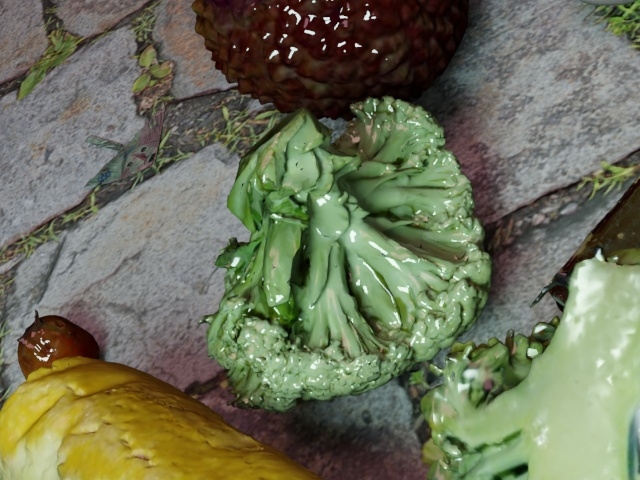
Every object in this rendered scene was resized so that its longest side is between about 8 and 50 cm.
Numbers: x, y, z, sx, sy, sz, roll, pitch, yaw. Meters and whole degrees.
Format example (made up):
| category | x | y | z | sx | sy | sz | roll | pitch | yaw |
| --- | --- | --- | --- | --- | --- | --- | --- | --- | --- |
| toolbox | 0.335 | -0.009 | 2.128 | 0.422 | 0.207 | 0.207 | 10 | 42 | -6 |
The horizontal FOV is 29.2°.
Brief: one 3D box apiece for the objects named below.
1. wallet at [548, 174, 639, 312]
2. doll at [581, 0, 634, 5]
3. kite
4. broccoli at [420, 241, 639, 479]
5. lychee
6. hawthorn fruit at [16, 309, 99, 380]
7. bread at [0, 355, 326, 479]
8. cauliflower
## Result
| category | x | y | z | sx | sy | sz | roll | pitch | yaw |
| --- | --- | --- | --- | --- | --- | --- | --- | --- | --- |
| wallet | 0.297 | -0.012 | 1.002 | 0.232 | 0.031 | 0.122 | -47 | 47 | -7 |
| doll | 0.355 | -0.309 | 1.146 | 0.287 | 0.151 | 0.151 | -8 | 50 | 25 |
| kite | -0.236 | -0.112 | 1.477 | 0.137 | 0.005 | 0.152 | -46 | 42 | -12 |
| broccoli | 0.205 | 0.131 | 0.813 | 0.242 | 0.180 | 0.273 | 20 | 101 | 38 |
| lychee | 0.007 | -0.265 | 1.233 | 0.330 | 0.306 | 0.306 | -15 | 42 | 56 |
| hawthorn fruit | -0.270 | 0.113 | 1.234 | 0.081 | 0.093 | 0.081 | -20 | 43 | 20 |
| bread | -0.072 | 0.227 | 0.891 | 0.375 | 0.236 | 0.165 | 23 | 71 | 44 |
| cauliflower | 0.000 | 0.000 | 1.033 | 0.272 | 0.250 | 0.275 | -29 | 38 | 7 |
